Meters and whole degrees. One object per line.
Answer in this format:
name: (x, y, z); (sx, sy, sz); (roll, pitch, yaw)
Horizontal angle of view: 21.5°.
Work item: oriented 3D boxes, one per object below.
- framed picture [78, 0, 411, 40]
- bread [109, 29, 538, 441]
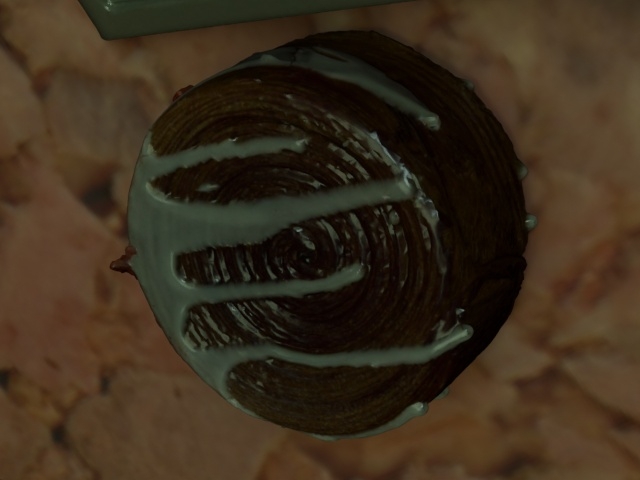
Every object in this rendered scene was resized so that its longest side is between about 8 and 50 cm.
framed picture: (-0.033, -0.164, 0.547); (0.290, 0.020, 0.211); (1, 133, 45)
bread: (0.000, 0.000, 0.656); (0.160, 0.073, 0.160); (15, 123, 24)
